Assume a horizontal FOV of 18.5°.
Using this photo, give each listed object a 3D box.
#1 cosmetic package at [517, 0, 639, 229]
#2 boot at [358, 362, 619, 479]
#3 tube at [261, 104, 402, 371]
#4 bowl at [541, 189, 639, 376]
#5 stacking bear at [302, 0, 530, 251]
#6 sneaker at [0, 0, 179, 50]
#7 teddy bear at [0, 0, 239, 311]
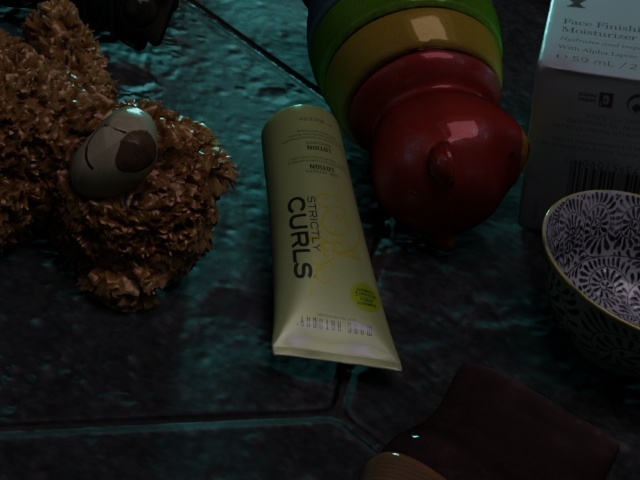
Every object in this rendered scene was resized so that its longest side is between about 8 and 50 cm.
[{"bbox_3d":[0.246,-0.109,1.550,0.151,0.151,0.184,8,35,7],"label":"cosmetic package"},{"bbox_3d":[0.149,0.178,1.202,0.248,0.090,0.207,27,38,16],"label":"boot"},{"bbox_3d":[0.000,0.000,1.398,0.070,0.062,0.240,-21,43,12],"label":"tube"},{"bbox_3d":[0.228,0.045,1.423,0.170,0.080,0.170,13,36,-10],"label":"bowl"},{"bbox_3d":[0.079,-0.127,1.523,0.164,0.175,0.289,-5,49,-9],"label":"stacking bear"},{"bbox_3d":[-0.198,-0.210,1.551,0.227,0.087,0.130,-7,37,-40],"label":"sneaker"},{"bbox_3d":[-0.223,-0.087,1.358,0.338,0.113,0.245,39,42,25],"label":"teddy bear"}]
